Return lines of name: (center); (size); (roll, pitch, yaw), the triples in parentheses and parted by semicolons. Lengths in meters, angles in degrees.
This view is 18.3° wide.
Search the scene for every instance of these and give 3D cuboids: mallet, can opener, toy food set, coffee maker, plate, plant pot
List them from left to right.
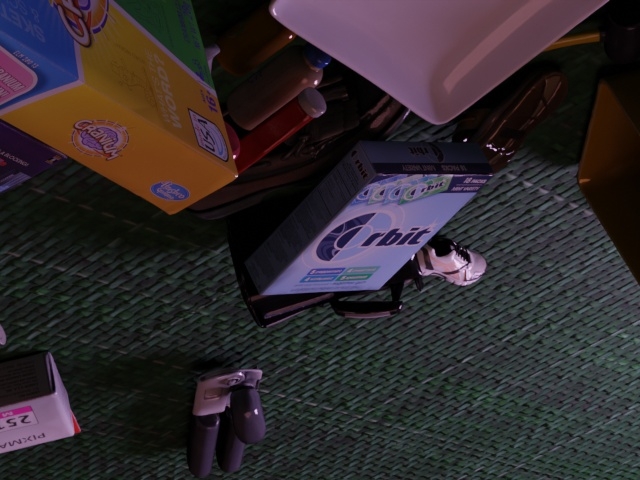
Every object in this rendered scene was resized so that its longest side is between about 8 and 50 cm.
can opener: (-0.113, 0.229, 2.345); (0.076, 0.095, 0.283); (-8, 152, -12)
toy food set: (-0.065, -0.121, 1.576); (0.104, 0.111, 0.232); (-34, -178, 32)
coffee maker: (0.000, 0.000, 1.967); (0.178, 0.120, 0.171); (-16, 129, 0)
plate: (0.128, -0.230, 1.600); (0.277, 0.045, 0.278); (-38, 146, 18)
mallet: (0.205, -0.173, 1.804); (0.190, 0.039, 0.062); (-13, 150, 6)
plant pot: (0.394, -0.061, 1.945); (0.187, 0.212, 0.212); (-24, 155, -11)

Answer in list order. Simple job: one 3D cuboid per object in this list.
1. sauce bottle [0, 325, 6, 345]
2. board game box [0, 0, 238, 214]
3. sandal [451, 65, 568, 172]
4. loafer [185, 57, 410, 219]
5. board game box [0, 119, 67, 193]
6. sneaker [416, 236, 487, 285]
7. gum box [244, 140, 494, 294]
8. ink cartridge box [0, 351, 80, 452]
sauce bottle: (-0.387, 0.119, 2.051); (0.128, 0.042, 0.042); (-22, 152, 17)
board game box: (-0.190, -0.178, 1.359); (0.064, 0.242, 0.316); (-27, 151, 20)
sandal: (0.162, -0.109, 1.896); (0.180, 0.049, 0.072); (-47, 147, 24)
loafer: (-0.038, -0.097, 1.764); (0.267, 0.096, 0.084); (-27, 145, 28)
board game box: (-0.323, -0.085, 1.685); (0.141, 0.048, 0.170); (-25, 152, 22)
sneaker: (0.142, 0.020, 2.134); (0.109, 0.040, 0.044); (7, 144, -38)
gum box: (0.044, -0.020, 1.797); (0.157, 0.041, 0.184); (-1, 146, -44)
ink cartridge box: (-0.414, 0.225, 2.226); (0.275, 0.060, 0.239); (-13, 152, -3)
